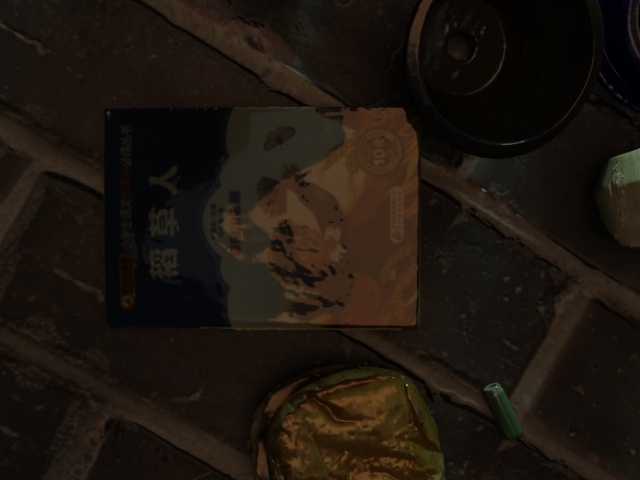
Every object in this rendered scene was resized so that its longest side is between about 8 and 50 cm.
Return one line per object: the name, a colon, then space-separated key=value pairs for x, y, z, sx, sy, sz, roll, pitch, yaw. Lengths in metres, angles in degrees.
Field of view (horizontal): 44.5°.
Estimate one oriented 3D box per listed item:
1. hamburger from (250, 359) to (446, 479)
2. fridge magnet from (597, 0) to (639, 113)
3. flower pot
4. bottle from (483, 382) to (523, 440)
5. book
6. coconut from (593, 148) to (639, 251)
hamburger: x=0.039 y=0.310 z=1.072 sx=0.259 sy=0.144 sz=0.283 roll=-10 pitch=90 yaw=-10
fridge magnet: x=0.499 y=-0.307 z=1.107 sx=0.265 sy=0.112 sz=0.265 roll=-1 pitch=95 yaw=-6
flower pot: x=0.214 y=-0.251 z=1.036 sx=0.269 sy=0.166 sz=0.269 roll=-4 pitch=106 yaw=-14
bottle: x=0.268 y=0.251 z=1.151 sx=0.030 sy=0.030 sz=0.083 roll=-26 pitch=95 yaw=-5
book: x=-0.079 y=-0.029 z=1.053 sx=0.428 sy=0.039 sz=0.300 roll=0 pitch=93 yaw=4
coconut: x=0.472 y=-0.052 z=1.098 sx=0.161 sy=0.161 sz=0.162 roll=-16 pitch=86 yaw=-6
